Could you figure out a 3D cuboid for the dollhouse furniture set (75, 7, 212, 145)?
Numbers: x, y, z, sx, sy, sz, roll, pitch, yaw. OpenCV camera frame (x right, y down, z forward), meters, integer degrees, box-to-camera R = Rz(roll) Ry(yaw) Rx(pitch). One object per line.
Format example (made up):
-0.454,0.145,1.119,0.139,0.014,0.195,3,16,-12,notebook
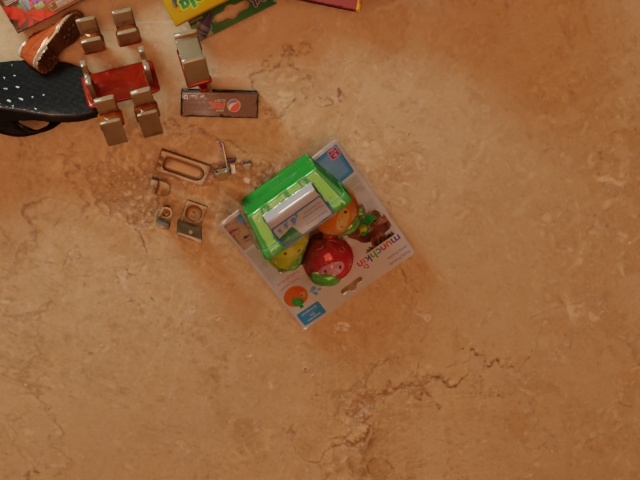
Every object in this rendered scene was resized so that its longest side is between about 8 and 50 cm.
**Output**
-0.362,-0.338,1.834,0.259,0.135,0.262,-15,68,-7,dollhouse furniture set

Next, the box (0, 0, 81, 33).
-0.540,-0.579,1.802,0.293,0.057,0.201,-27,113,2,box

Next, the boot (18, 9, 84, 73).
-0.565,-0.429,1.852,0.158,0.085,0.059,-53,151,-14,boot

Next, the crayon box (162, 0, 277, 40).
-0.254,-0.584,1.808,0.203,0.083,0.323,-22,109,19,crayon box

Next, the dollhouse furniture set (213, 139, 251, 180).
-0.200,-0.182,1.947,0.091,0.114,0.081,-10,103,-2,dollhouse furniture set

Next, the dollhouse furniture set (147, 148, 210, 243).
-0.307,-0.099,1.949,0.144,0.123,0.151,18,103,-13,dollhouse furniture set

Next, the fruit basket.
0.000,0.000,2.002,0.327,0.165,0.353,-35,111,3,fruit basket

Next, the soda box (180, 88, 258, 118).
-0.221,-0.300,1.939,0.169,0.053,0.060,1,107,-7,soda box

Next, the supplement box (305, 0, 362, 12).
-0.001,-0.555,1.880,0.188,0.081,0.104,9,105,-10,supplement box

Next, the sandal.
-0.666,-0.286,1.844,0.446,0.167,0.107,-4,146,-13,sandal
